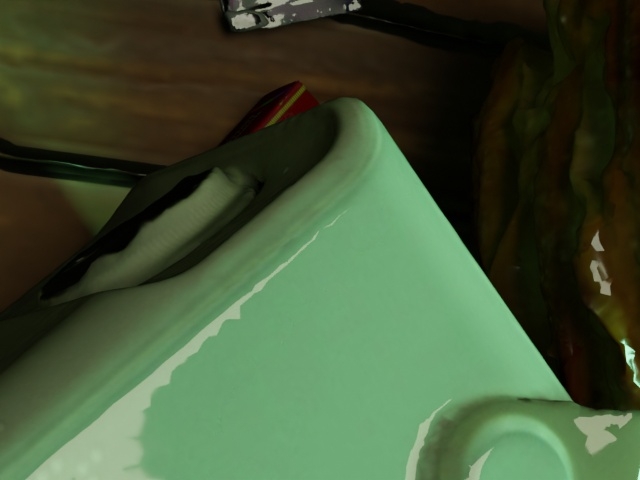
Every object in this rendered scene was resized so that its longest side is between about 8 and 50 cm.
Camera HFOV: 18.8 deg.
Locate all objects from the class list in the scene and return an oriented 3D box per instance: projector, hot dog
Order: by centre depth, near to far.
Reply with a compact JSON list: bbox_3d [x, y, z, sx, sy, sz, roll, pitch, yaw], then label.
[{"bbox_3d":[-0.031,0.093,0.458,0.242,0.163,0.177,-40,103,-27],"label":"projector"},{"bbox_3d":[0.164,0.010,0.599,0.272,0.122,0.196,22,53,-32],"label":"hot dog"}]

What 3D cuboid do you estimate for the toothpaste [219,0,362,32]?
[{"bbox_3d":[-0.025,-0.149,0.586,0.045,0.028,0.170,-13,91,-27],"label":"toothpaste"}]

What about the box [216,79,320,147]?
[{"bbox_3d":[0.000,0.000,0.575,0.082,0.023,0.051,49,61,-15],"label":"box"}]
